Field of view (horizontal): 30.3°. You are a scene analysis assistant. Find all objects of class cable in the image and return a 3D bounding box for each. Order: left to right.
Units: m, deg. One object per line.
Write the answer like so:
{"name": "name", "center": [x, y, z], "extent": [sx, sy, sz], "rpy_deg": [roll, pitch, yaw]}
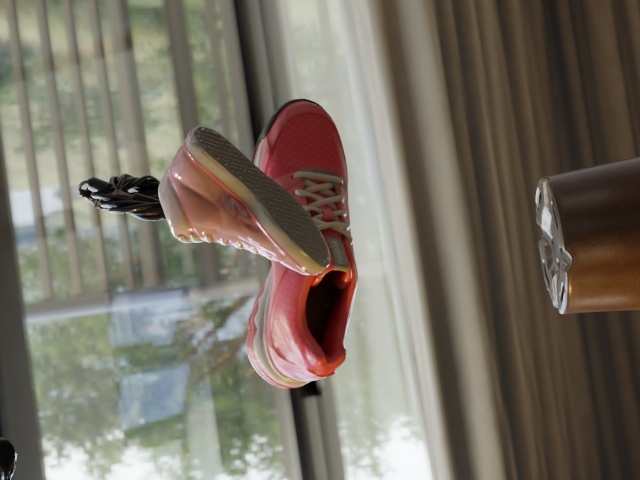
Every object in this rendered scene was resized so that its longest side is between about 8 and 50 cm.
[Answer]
{"name": "cable", "center": [-0.188, -0.050, 1.420], "extent": [0.150, 0.047, 0.184], "rpy_deg": [12, -176, 35]}

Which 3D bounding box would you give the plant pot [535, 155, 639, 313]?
{"name": "plant pot", "center": [0.286, -0.006, 1.058], "extent": [0.165, 0.167, 0.167], "rpy_deg": [-8, 177, 2]}

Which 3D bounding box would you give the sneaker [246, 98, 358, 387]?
{"name": "sneaker", "center": [0.001, 0.000, 1.254], "extent": [0.116, 0.314, 0.136], "rpy_deg": [4, 174, -27]}

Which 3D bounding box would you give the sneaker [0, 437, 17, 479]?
{"name": "sneaker", "center": [-0.436, 0.331, 1.504], "extent": [0.072, 0.178, 0.077], "rpy_deg": [42, 142, -24]}

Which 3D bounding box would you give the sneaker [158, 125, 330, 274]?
{"name": "sneaker", "center": [-0.058, -0.012, 0.832], "extent": [0.070, 0.134, 0.051], "rpy_deg": [-48, 177, 25]}
